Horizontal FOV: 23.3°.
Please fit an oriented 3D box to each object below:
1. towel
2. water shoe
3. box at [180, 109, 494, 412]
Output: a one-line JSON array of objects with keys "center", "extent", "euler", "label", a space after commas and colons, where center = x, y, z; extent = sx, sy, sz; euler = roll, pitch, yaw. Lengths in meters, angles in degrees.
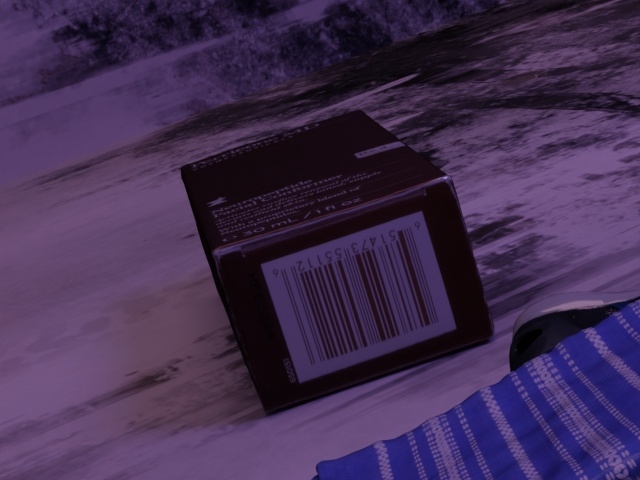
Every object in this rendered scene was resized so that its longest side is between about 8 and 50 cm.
[{"center": [0.141, 0.083, 0.816], "extent": [0.336, 0.040, 0.243], "euler": [-31, 6, 3], "label": "towel"}, {"center": [0.219, 0.068, 0.982], "extent": [0.203, 0.073, 0.080], "euler": [-14, 36, 25], "label": "water shoe"}, {"center": [0.000, 0.000, 1.309], "extent": [0.191, 0.143, 0.381], "euler": [-18, 13, -5], "label": "box"}]
